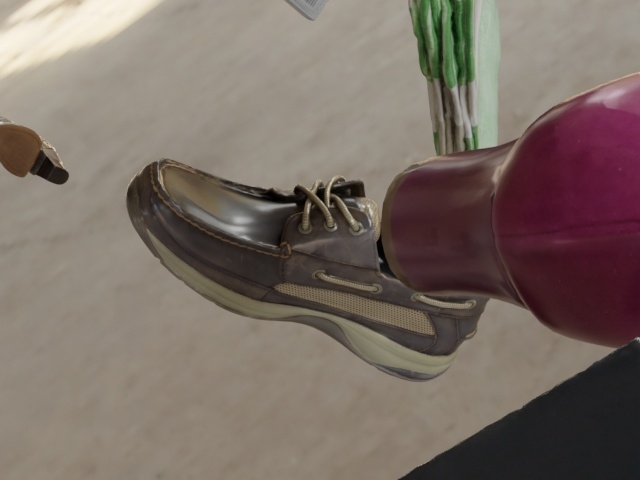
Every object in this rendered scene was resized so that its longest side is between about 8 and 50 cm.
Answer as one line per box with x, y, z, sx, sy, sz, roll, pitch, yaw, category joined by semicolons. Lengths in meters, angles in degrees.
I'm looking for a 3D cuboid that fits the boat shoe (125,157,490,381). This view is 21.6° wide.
0.000;0.000;1.453;0.130;0.355;0.132;-50;34;26;boat shoe

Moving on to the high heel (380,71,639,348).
0.220;-0.032;0.651;0.377;0.127;0.181;-19;10;-29;high heel

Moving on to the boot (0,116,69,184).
-0.278;-0.089;1.503;0.042;0.118;0.087;-51;51;-2;boot

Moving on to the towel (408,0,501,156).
0.095;-0.164;1.091;0.038;0.325;0.247;-1;57;10;towel

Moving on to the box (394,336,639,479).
0.117;0.175;0.465;0.103;0.261;0.184;-33;52;-1;box

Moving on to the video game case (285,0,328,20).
-0.019;-0.283;1.392;0.143;0.157;0.019;-56;38;-2;video game case
